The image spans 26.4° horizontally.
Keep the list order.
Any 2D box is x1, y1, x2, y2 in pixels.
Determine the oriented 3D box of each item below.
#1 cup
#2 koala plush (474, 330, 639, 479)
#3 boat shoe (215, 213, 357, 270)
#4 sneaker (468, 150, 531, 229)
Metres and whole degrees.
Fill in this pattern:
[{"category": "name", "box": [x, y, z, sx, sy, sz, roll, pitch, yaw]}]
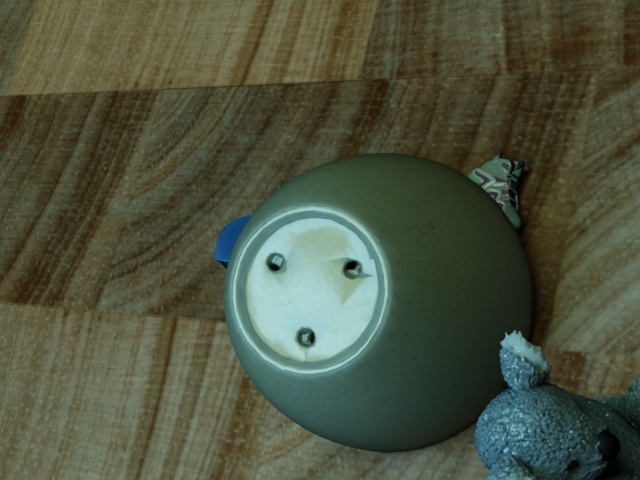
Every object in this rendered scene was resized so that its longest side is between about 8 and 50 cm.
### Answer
[{"category": "cup", "box": [0.032, 0.058, 1.401, 0.331, 0.237, 0.331, -2, 84, 20]}, {"category": "koala plush", "box": [0.216, 0.200, 1.278, 0.203, 0.221, 0.196, 1, 69, 36]}, {"category": "boat shoe", "box": [0.000, 0.000, 1.619, 0.258, 0.089, 0.109, -1, 60, 34]}, {"category": "sneaker", "box": [0.213, -0.063, 1.526, 0.069, 0.038, 0.098, -42, 51, 12]}]
